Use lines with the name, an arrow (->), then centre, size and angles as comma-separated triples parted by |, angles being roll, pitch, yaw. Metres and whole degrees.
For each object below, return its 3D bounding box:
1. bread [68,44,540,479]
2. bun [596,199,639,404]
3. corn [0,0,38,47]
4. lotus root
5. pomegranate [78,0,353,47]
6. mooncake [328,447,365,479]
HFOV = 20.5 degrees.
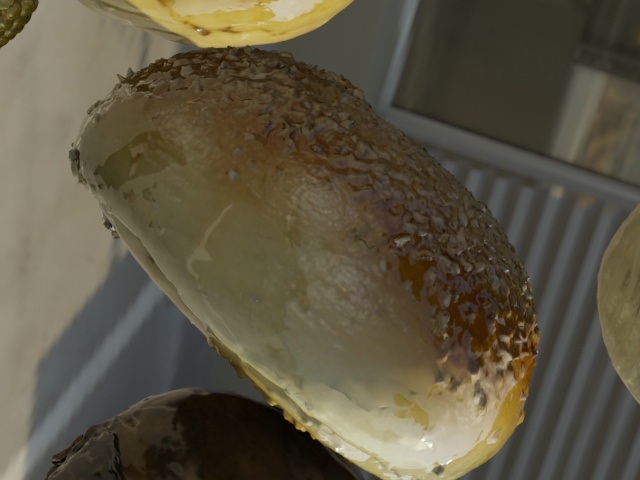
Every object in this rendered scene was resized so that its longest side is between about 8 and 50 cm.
bread -> 0.000, 0.000, 0.992 | 0.159, 0.305, 0.305 | -50, 172, 5
bun -> 0.429, 0.058, 1.593 | 0.234, 0.362, 0.326 | -40, 123, -39
corn -> -0.223, -0.099, 0.919 | 0.207, 0.068, 0.068 | -30, -162, 35
lotus root -> -0.093, 0.207, 1.019 | 0.272, 0.192, 0.272 | -29, 155, -15
pomegranate -> -0.080, -0.303, 1.238 | 0.332, 0.332, 0.333 | 19, 90, -81
mooncake -> -0.078, 0.273, 1.467 | 0.290, 0.161, 0.290 | -21, 144, -16
